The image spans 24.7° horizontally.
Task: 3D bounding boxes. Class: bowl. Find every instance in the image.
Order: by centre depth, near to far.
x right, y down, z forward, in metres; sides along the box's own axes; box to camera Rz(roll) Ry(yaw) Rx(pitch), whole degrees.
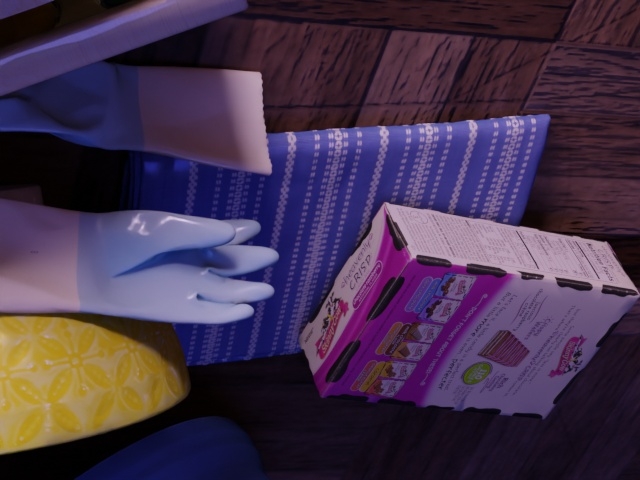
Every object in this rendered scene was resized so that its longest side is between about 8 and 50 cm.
[{"bbox_3d":[-0.240,0.044,0.999,0.289,0.289,0.156,-6,95,-14],"label":"bowl"},{"bbox_3d":[-0.194,0.317,1.260,0.391,0.077,0.391,-38,159,-18],"label":"bowl"}]

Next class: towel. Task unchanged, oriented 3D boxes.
[{"bbox_3d":[0.000,0.000,1.164,0.336,0.040,0.243,-5,136,-18],"label":"towel"}]

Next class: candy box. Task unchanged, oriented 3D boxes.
[{"bbox_3d":[0.121,0.062,1.197,0.233,0.071,0.159,10,128,-30],"label":"candy box"}]

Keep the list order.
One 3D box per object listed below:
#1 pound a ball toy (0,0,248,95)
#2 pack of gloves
[{"bbox_3d":[-0.202,-0.112,0.827,0.319,0.208,0.136,-20,139,1],"label":"pound a ball toy"},{"bbox_3d":[-0.130,-0.046,0.936,0.232,0.195,0.046,5,155,-24],"label":"pack of gloves"}]
